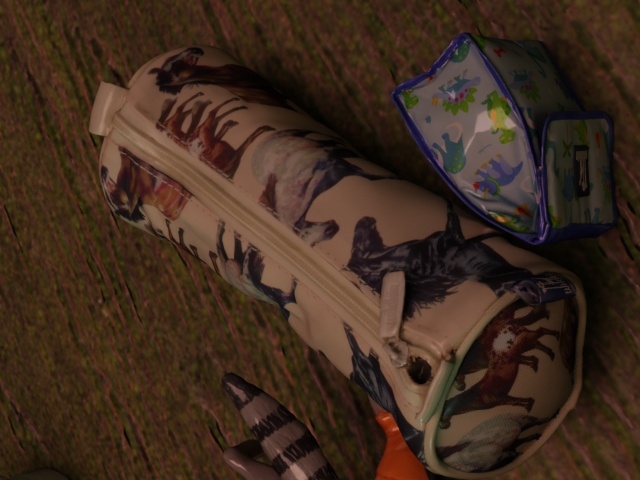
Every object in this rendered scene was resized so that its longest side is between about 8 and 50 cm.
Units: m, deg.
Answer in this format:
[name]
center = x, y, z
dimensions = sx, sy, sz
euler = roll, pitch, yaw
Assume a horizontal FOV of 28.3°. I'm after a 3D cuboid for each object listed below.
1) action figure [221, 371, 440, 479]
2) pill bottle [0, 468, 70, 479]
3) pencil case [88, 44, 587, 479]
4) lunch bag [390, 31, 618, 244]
[action figure]
center = 0.008, 0.271, 0.976
dimensions = 0.341, 0.178, 0.330
euler = -38, 56, 17
[pill bottle]
center = -0.331, 0.288, 1.181
dimensions = 0.131, 0.229, 0.131
euler = 4, 97, 33
[pencil case]
center = 0.000, 0.000, 0.932
dimensions = 0.410, 0.183, 0.160
euler = 36, 95, 35
[lunch bag]
center = 0.142, -0.066, 0.890
dimensions = 0.096, 0.129, 0.151
euler = -37, 74, 31
